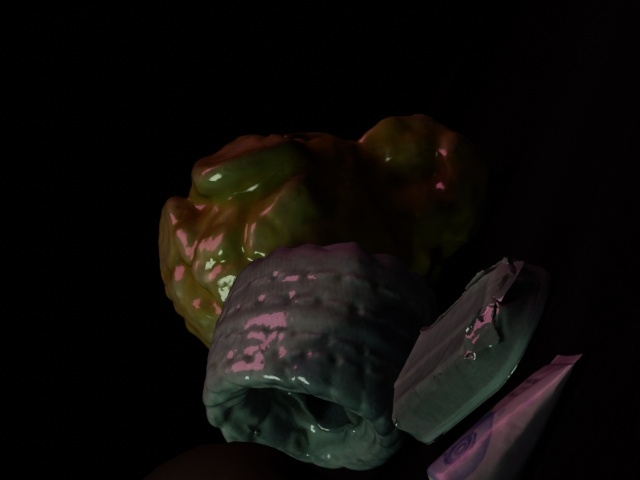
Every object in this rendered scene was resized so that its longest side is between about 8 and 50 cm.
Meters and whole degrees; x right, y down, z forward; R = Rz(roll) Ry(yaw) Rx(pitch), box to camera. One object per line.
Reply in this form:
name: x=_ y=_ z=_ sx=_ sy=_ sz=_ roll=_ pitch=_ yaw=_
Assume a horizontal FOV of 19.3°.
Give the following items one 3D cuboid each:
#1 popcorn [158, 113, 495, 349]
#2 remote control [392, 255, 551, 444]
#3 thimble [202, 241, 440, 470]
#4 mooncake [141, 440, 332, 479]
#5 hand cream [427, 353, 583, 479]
popcorn: x=0.005 y=0.012 z=1.991 sx=0.334 sy=0.294 sz=0.292 roll=-25 pitch=11 yaw=-26
remote control: x=0.113 y=0.086 z=1.461 sx=0.104 sy=0.052 sz=0.247 roll=-67 pitch=6 yaw=-27
thimble: x=-0.001 y=0.109 z=1.781 sx=0.250 sy=0.205 sz=0.172 roll=-44 pitch=26 yaw=60
mooncake: x=-0.060 y=0.272 z=0.866 sx=0.351 sy=0.187 sz=0.351 roll=-51 pitch=17 yaw=22
hand cream: x=0.110 y=0.125 z=1.166 sx=0.142 sy=0.053 sz=0.084 roll=-54 pitch=1 yaw=-5
